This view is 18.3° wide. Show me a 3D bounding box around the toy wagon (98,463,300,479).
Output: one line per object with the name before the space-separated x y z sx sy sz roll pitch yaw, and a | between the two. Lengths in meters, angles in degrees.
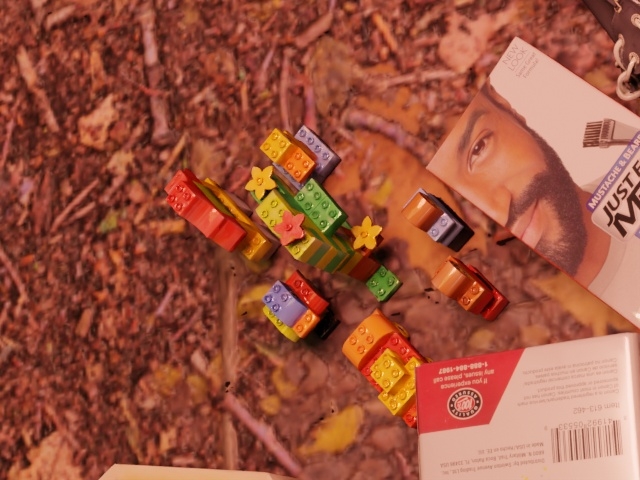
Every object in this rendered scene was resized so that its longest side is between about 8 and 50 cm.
toy wagon | -0.079 0.302 1.116 0.267 0.068 0.344 -1 76 31

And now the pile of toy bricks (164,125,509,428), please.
pile of toy bricks | 0.000 0.000 1.126 0.118 0.105 0.212 -50 58 10

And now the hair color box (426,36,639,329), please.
hair color box | 0.149 -0.028 1.075 0.167 0.053 0.093 38 99 34

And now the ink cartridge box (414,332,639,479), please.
ink cartridge box | 0.123 0.147 1.032 0.127 0.072 0.175 -10 72 27

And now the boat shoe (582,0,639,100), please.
boat shoe | 0.183 -0.102 1.062 0.206 0.075 0.065 39 95 28
